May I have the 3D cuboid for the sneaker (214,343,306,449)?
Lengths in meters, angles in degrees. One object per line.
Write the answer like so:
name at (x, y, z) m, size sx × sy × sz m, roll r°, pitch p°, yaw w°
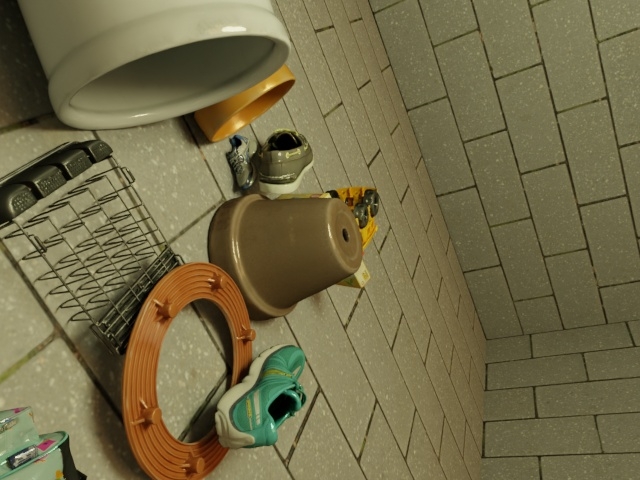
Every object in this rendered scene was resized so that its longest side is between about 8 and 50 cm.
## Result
sneaker at (-0.074, 0.266, 0.845) m, size 0.275 × 0.110 × 0.106 m, roll -43°, pitch 128°, yaw -68°

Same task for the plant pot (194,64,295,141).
plant pot at (-0.184, -0.324, 0.944) m, size 0.187 × 0.205 × 0.205 m, roll 54°, pitch 30°, yaw -7°

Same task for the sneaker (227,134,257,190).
sneaker at (-0.170, -0.166, 1.041) m, size 0.058 × 0.052 × 0.135 m, roll 28°, pitch 45°, yaw -44°

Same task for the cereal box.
cereal box at (0.000, 0.000, 1.145) m, size 0.047 × 0.173 × 0.240 m, roll -43°, pitch 120°, yaw -31°

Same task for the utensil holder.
utensil holder at (-0.256, -0.390, 0.670) m, size 0.328 × 0.328 × 0.385 m, roll -28°, pitch 100°, yaw -63°

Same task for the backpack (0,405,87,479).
backpack at (-0.318, 0.229, 0.402) m, size 0.188 × 0.166 × 0.144 m, roll -35°, pitch 107°, yaw -66°

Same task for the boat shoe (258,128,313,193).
boat shoe at (-0.075, -0.200, 1.113) m, size 0.305 × 0.109 × 0.091 m, roll -78°, pitch 169°, yaw -62°

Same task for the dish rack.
dish rack at (-0.297, 0.011, 0.668) m, size 0.271 × 0.074 × 0.208 m, roll 64°, pitch 29°, yaw -25°

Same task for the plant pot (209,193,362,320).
plant pot at (-0.049, 0.012, 0.977) m, size 0.263 × 0.230 × 0.262 m, roll 39°, pitch 43°, yaw -49°

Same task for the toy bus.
toy bus at (0.078, -0.026, 1.372) m, size 0.220 × 0.150 × 0.211 m, roll -52°, pitch 139°, yaw -56°

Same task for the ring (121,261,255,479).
ring at (-0.179, 0.200, 0.770) m, size 0.337 × 0.032 × 0.336 m, roll -3°, pitch 90°, yaw -71°
